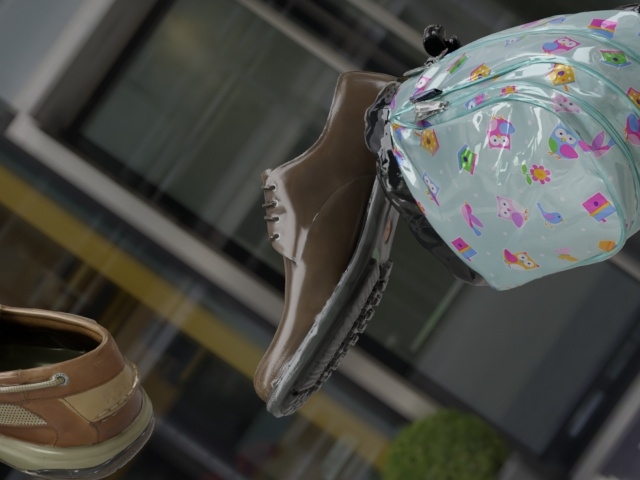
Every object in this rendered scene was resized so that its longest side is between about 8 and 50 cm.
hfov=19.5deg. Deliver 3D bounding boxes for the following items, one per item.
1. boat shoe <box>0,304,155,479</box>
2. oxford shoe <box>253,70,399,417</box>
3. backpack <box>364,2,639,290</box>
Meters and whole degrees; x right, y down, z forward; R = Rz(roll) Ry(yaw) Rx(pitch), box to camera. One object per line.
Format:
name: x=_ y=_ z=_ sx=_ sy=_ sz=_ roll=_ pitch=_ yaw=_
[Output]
boat shoe: x=-0.279 y=0.086 z=1.385 sx=0.122 sy=0.324 sz=0.120 roll=-65 pitch=-25 yaw=-49
oxford shoe: x=0.000 y=0.000 z=1.175 sx=0.083 sy=0.096 sz=0.227 roll=48 pitch=-116 yaw=-77
backpack: x=0.119 y=-0.046 z=0.976 sx=0.182 sy=0.152 sz=0.115 roll=-20 pitch=26 yaw=52
